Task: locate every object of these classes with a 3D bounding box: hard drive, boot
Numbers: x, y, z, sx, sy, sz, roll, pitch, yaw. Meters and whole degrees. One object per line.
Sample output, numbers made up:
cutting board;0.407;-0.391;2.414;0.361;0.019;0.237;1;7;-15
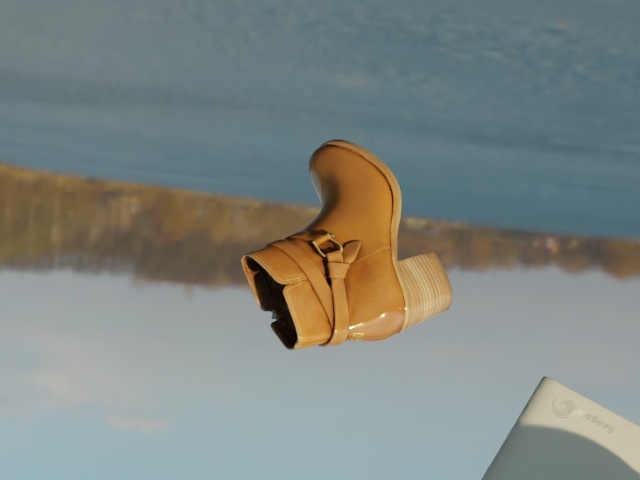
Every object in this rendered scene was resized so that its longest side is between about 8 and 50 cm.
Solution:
hard drive;0.230;0.311;1.482;0.203;0.307;0.040;28;166;20
boot;0.000;0.000;1.227;0.152;0.073;0.197;-14;-128;-30
